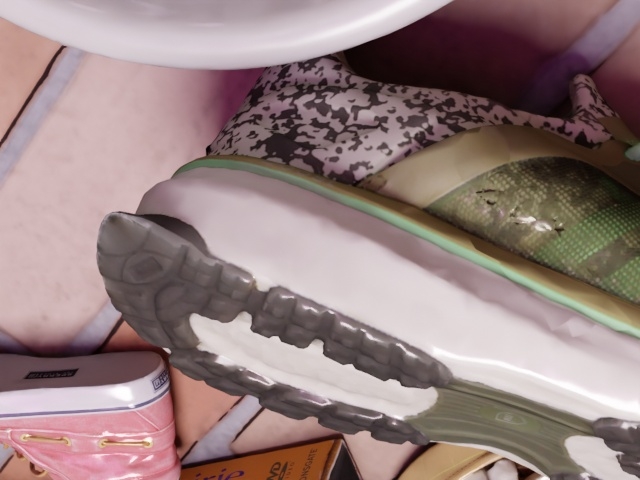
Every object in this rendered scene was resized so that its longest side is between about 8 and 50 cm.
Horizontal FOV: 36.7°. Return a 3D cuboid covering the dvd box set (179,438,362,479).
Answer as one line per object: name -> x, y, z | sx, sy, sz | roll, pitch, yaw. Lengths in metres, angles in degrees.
dvd box set -> -0.126, 0.310, 0.663 | 0.420, 0.062, 0.307 | -16, 109, 20

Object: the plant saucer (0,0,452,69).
plant saucer -> -0.047, -0.269, 0.354 | 0.401, 0.100, 0.400 | 6, 115, 12

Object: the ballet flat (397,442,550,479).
ballet flat -> 0.120, 0.126, 0.509 | 0.232, 0.073, 0.080 | -38, 102, 26

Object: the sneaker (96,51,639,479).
sneaker -> 0.128, 0.008, 0.393 | 0.410, 0.182, 0.158 | 19, 154, 1

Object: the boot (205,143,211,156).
boot -> 0.000, 0.000, 0.497 | 0.121, 0.045, 0.099 | 5, 112, 5

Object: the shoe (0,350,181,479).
shoe -> -0.171, 0.115, 0.582 | 0.178, 0.063, 0.081 | -4, 108, 11
